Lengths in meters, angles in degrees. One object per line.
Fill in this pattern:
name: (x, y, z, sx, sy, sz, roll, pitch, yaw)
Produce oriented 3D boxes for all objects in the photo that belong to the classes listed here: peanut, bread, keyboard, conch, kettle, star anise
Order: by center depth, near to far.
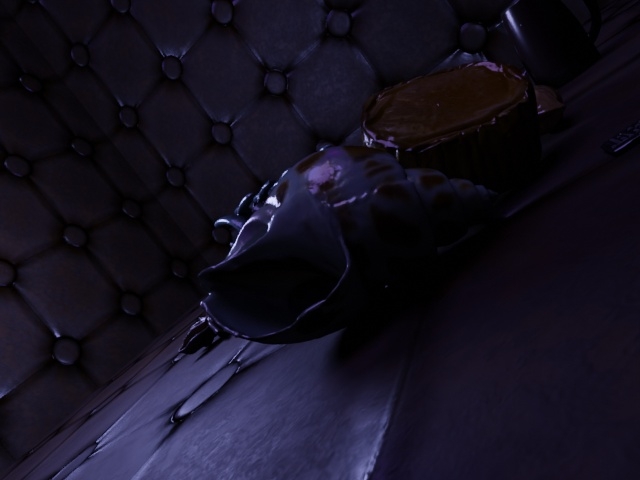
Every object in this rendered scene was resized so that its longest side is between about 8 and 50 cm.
keyboard: (0.381, -0.143, 0.559, 0.155, 0.010, 0.053, -35, 8, 18)
conch: (0.030, 0.003, 0.665, 0.367, 0.197, 0.250, -28, 46, 28)
bread: (0.192, -0.158, 0.777, 0.253, 0.143, 0.228, -12, 35, 8)
peanut: (0.364, -0.225, 0.898, 0.194, 0.093, 0.083, -50, -25, -74)
kettle: (0.542, -0.493, 1.215, 0.202, 0.232, 0.144, -31, 9, 42)
star anise: (-0.267, 0.212, 1.356, 0.212, 0.073, 0.197, -32, 11, 23)

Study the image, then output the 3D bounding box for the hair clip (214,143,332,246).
hair clip: (-0.047, -0.036, 1.199, 0.318, 0.239, 0.392, -38, 5, -29)

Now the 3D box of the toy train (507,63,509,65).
toy train: (0.408, -0.311, 1.271, 0.285, 0.116, 0.177, -43, -4, -40)
